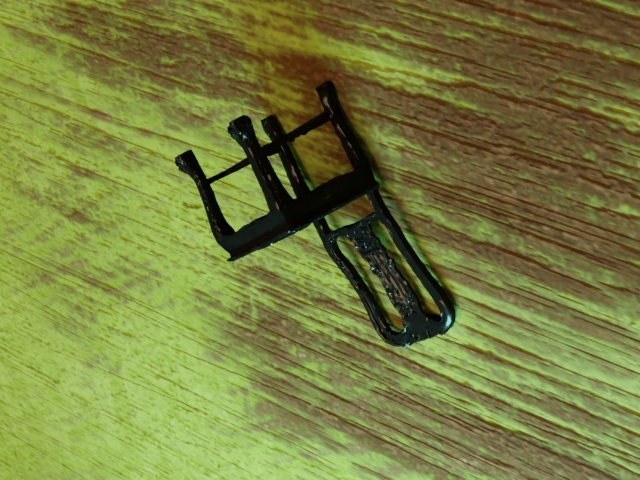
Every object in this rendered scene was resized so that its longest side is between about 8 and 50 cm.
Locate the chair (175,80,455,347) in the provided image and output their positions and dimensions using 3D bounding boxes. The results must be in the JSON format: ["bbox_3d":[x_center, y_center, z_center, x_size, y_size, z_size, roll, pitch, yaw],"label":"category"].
[{"bbox_3d":[0.000,0.000,1.390,0.106,0.113,0.229,-26,92,56],"label":"chair"}]
